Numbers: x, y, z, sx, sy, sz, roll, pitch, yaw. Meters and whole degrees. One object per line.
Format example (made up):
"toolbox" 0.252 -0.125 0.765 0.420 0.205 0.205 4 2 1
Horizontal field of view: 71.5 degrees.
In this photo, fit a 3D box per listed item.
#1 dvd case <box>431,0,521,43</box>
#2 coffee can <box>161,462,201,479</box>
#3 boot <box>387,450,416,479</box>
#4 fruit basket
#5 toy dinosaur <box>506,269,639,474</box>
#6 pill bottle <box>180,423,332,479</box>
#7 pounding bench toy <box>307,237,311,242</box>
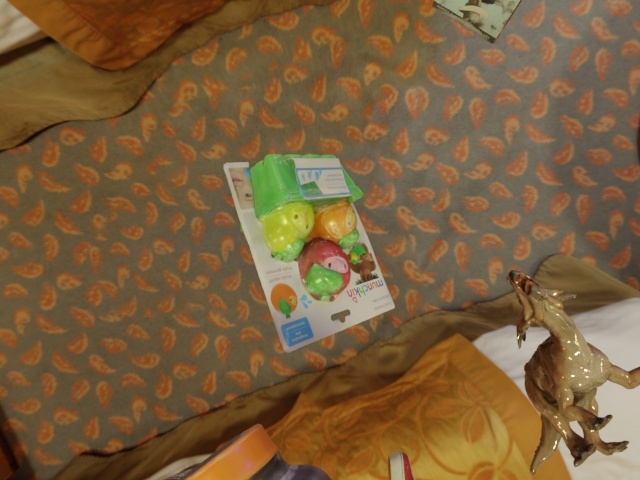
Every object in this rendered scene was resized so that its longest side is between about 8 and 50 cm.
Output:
"dvd case" 0.180 -0.282 0.467 0.087 0.119 0.013 37 57 7
"coffee can" -0.234 0.453 0.619 0.201 0.275 0.202 -4 77 19
"boot" 0.218 0.487 0.796 0.176 0.088 0.244 -12 95 8
"fruit basket" 0.000 0.000 0.872 0.165 0.327 0.353 -36 72 41
"toy dinosaur" 0.334 0.184 0.629 0.127 0.200 0.296 -12 123 -21
"pill bottle" -0.012 0.259 0.312 0.130 0.130 0.246 -38 78 2
"pounding bench toy" -0.002 -0.017 1.182 0.065 0.052 0.083 -18 135 15
